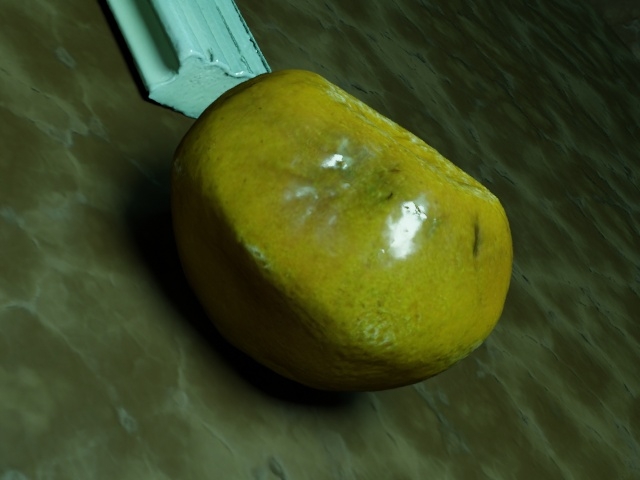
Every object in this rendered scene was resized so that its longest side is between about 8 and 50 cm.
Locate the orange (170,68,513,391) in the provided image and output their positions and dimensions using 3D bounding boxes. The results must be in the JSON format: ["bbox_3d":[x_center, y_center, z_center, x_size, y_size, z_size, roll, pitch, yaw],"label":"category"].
[{"bbox_3d":[0.000,0.000,0.917,0.249,0.183,0.249,32,12,-7],"label":"orange"}]

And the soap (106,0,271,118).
[{"bbox_3d":[-0.124,-0.195,1.135,0.114,0.063,0.198,16,39,-48],"label":"soap"}]
